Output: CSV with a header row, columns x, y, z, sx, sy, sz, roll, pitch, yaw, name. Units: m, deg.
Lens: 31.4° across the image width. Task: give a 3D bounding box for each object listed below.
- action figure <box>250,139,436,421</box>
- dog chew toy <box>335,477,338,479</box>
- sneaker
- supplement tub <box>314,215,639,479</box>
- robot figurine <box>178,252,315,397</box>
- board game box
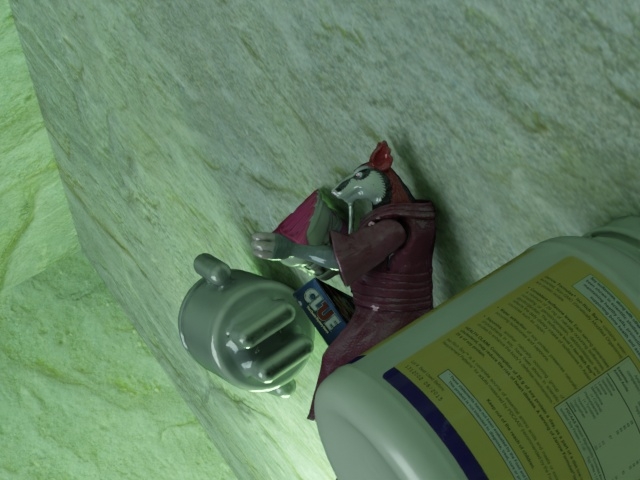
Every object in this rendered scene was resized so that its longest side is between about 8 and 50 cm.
x,y,z,sx,sy,sz,roll,pitch,yaw,name
0.088,0.065,1.362,0.276,0.248,0.370,8,105,26,action figure
0.172,0.454,1.737,0.332,0.206,0.206,42,156,24,dog chew toy
0.000,0.000,1.585,0.111,0.103,0.252,47,-168,-3,sneaker
0.189,0.144,0.990,0.241,0.331,0.241,51,160,27,supplement tub
-0.140,0.160,2.075,0.353,0.200,0.300,14,130,65,robot figurine
0.055,0.145,1.639,0.165,0.042,0.243,54,-173,17,board game box
